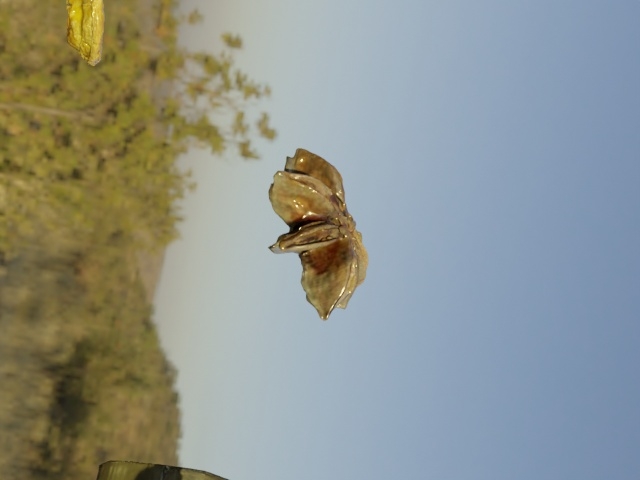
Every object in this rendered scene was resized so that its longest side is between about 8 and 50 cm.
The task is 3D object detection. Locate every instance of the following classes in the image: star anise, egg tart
[{"bbox_3d":[0.000,0.000,1.550,0.236,0.093,0.229,55,27,-51],"label":"star anise"},{"bbox_3d":[-0.322,-0.303,1.654,0.130,0.052,0.130,180,-90,-76],"label":"egg tart"}]

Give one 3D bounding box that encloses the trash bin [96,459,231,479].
[{"bbox_3d":[-0.200,0.423,1.414,0.252,0.203,0.302,79,20,-62],"label":"trash bin"}]
